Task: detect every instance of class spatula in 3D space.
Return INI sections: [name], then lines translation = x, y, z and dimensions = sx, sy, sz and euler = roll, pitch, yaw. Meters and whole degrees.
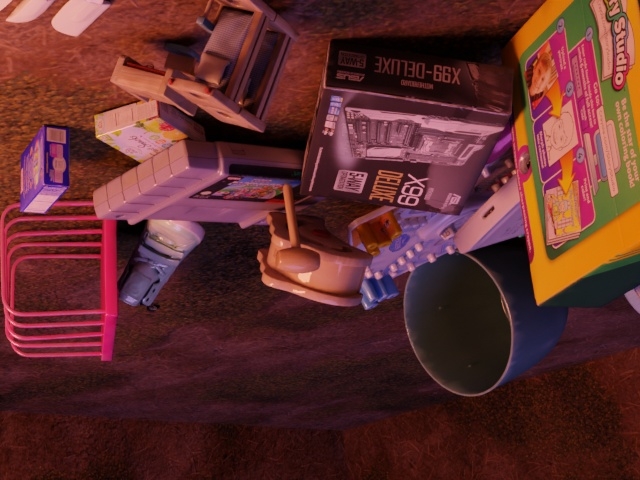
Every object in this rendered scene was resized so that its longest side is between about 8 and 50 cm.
[spatula]
translation = -0.280, -0.284, 1.318
dimensions = 0.168, 0.019, 0.242
euler = 8, 156, -37

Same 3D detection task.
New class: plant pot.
[plant pot]
translation = 0.349, 0.137, 2.448
dimensions = 0.235, 0.293, 0.293
euler = -14, 169, -38

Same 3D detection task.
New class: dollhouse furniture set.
[dollhouse furniture set]
translation = -0.149, -0.224, 1.445
dimensions = 0.184, 0.129, 0.129
euler = 17, 173, 28

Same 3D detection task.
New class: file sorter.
[file sorter]
translation = -0.431, 0.069, 2.039
dimensions = 0.182, 0.202, 0.290
euler = 0, 161, -12

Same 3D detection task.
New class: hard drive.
[hard drive]
translation = 0.380, -0.074, 1.982
dimensions = 0.308, 0.040, 0.203
euler = -16, 159, -35

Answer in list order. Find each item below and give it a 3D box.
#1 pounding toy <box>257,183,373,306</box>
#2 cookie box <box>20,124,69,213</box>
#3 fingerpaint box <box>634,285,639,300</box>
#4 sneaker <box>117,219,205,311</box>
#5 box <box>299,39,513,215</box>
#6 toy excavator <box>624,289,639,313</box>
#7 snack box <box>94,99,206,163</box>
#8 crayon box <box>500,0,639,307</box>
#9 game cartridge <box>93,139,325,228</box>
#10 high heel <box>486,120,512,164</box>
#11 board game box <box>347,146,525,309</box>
[pounding toy]
translation = 0.000, 0.000, 1.849
dimensions = 0.154, 0.154, 0.269
euler = 12, -166, -10
[cookie box]
translation = -0.386, -0.098, 1.721
dimensions = 0.040, 0.091, 0.107
euler = 7, 158, -29
[fingerpaint box]
translation = 0.603, -0.054, 1.686
dimensions = 0.371, 0.163, 0.445
euler = -28, -170, 18
[sneaker]
translation = -0.271, 0.037, 2.038
dimensions = 0.094, 0.151, 0.256
euler = 29, 160, -3
[box]
translation = 0.108, -0.145, 1.684
dimensions = 0.242, 0.076, 0.307
euler = 9, 155, -4
[toy excavator]
translation = 0.688, 0.091, 2.154
dimensions = 0.433, 0.445, 0.222
euler = 1, 160, -27
[snack box]
translation = -0.234, -0.150, 1.707
dimensions = 0.100, 0.037, 0.141
euler = -13, 162, 19
[crayon box]
translation = 0.345, -0.137, 1.459
dimensions = 0.106, 0.362, 0.313
euler = 2, 160, -19
[game cartridge]
translation = -0.134, -0.079, 1.867
dimensions = 0.230, 0.068, 0.355
euler = -18, 166, 42
[high heel]
translation = 0.185, -0.154, 1.822
dimensions = 0.117, 0.082, 0.244
euler = 14, 159, -39
[board game box]
translation = 0.233, -0.028, 2.057
dimensions = 0.390, 0.050, 0.390
euler = -25, 162, -6
